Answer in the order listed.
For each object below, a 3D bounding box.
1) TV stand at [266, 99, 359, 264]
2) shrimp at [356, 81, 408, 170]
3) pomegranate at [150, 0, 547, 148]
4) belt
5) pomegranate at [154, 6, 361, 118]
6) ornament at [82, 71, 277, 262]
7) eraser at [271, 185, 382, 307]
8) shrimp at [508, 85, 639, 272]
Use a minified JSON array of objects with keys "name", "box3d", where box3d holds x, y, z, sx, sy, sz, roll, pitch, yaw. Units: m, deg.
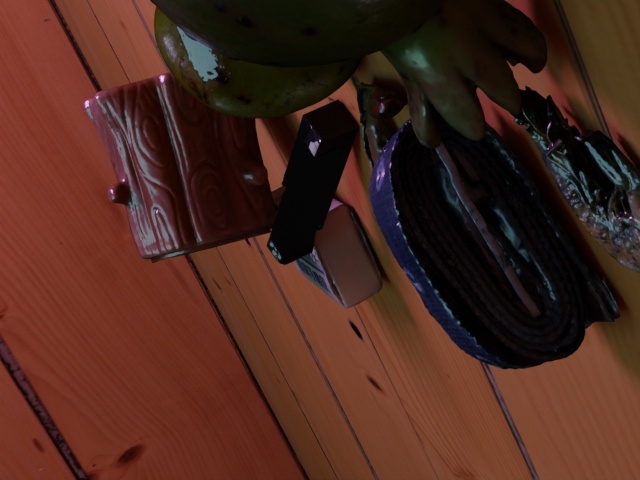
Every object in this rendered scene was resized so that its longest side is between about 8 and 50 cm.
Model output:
[{"name":"TV stand","box3d":[-0.013,-0.058,1.589,0.040,0.049,0.256,55,152,21]},{"name":"shrimp","box3d":[0.078,-0.075,1.309,0.253,0.058,0.173,118,130,-79]},{"name":"pomegranate","box3d":[0.019,-0.185,0.867,0.306,0.242,0.242,42,170,-4]},{"name":"belt","box3d":[0.120,0.002,1.124,0.218,0.122,0.128,58,172,-1]},{"name":"pomegranate","box3d":[-0.061,-0.194,1.330,0.241,0.159,0.190,30,149,60]},{"name":"ornament","box3d":[-0.156,-0.098,1.800,0.235,0.221,0.218,-14,-90,-60]},{"name":"eraser","box3d":[0.000,0.000,1.812,0.124,0.068,0.210,64,169,-18]},{"name":"shrimp","box3d":[0.184,-0.048,0.958,0.161,0.034,0.091,52,157,3]}]
